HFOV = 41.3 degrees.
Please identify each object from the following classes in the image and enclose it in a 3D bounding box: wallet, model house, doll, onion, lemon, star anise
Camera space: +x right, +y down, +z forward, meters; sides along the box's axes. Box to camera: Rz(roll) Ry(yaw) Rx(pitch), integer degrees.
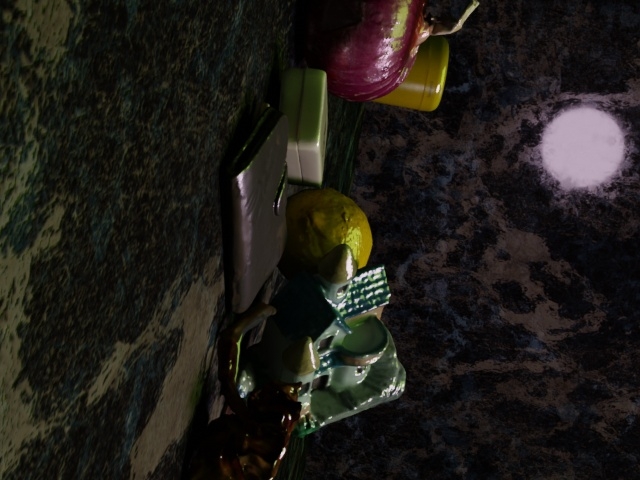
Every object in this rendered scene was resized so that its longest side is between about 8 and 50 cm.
[{"bbox_3d":[-0.090,-0.037,1.237,0.310,0.042,0.165,94,23,-48],"label":"wallet"},{"bbox_3d":[0.029,0.146,1.444,0.194,0.267,0.325,53,-33,33],"label":"model house"},{"bbox_3d":[-0.133,0.230,1.412,0.083,0.050,0.076,-65,148,-64],"label":"doll"},{"bbox_3d":[0.077,-0.362,1.520,0.256,0.272,0.231,-15,128,-44],"label":"onion"},{"bbox_3d":[0.000,0.000,1.578,0.231,0.192,0.192,71,30,-71],"label":"lemon"},{"bbox_3d":[-0.109,0.256,1.281,0.237,0.148,0.347,141,-38,-63],"label":"star anise"}]

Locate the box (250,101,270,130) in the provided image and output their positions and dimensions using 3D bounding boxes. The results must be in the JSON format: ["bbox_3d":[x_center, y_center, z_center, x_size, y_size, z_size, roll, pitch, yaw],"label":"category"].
[{"bbox_3d":[-0.085,-0.160,1.260,0.115,0.025,0.048,84,12,-72],"label":"box"}]

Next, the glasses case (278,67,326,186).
[{"bbox_3d":[-0.028,-0.183,1.442,0.313,0.070,0.131,86,9,-82],"label":"glasses case"}]

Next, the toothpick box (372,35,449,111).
[{"bbox_3d":[0.146,-0.399,1.946,0.175,0.271,0.175,8,90,-90],"label":"toothpick box"}]

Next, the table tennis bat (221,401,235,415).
[{"bbox_3d":[-0.157,0.305,1.498,0.158,0.014,0.095,-60,159,-67],"label":"table tennis bat"}]
